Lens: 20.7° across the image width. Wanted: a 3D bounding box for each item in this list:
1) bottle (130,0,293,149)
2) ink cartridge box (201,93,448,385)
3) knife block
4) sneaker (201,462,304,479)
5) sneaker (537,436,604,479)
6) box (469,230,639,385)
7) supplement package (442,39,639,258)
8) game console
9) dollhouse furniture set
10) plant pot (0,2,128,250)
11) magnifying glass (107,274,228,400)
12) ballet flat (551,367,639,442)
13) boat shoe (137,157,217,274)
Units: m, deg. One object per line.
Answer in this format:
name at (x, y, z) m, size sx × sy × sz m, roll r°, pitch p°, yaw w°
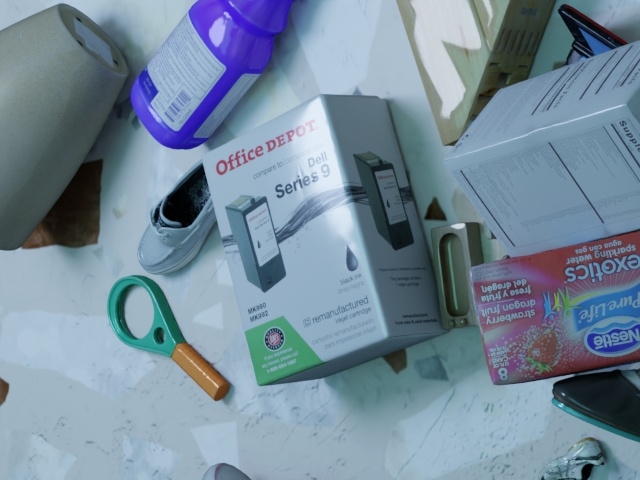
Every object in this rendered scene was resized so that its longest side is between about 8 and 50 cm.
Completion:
bottle at (-0.119, -0.238, 2.130) m, size 0.283 × 0.092 × 0.118 m, roll -49°, pitch 63°, yaw 30°
ink cartridge box at (0.000, 0.000, 2.018) m, size 0.211 × 0.121 × 0.289 m, roll -24°, pitch 76°, yaw 38°
knife block at (0.131, -0.268, 1.921) m, size 0.242 × 0.088 × 0.276 m, roll 31°, pitch 111°, yaw 36°
sneaker at (-0.035, 0.327, 2.084) m, size 0.252 × 0.103 × 0.111 m, roll 32°, pitch 107°, yaw 28°
sneaker at (0.266, 0.244, 1.861) m, size 0.083 × 0.032 × 0.037 m, roll -44°, pitch 64°, yaw 33°
box at (0.285, 0.061, 1.710) m, size 0.257 × 0.128 × 0.123 m, roll -12°, pitch 84°, yaw 11°
supplement package at (0.269, -0.091, 1.722) m, size 0.244 × 0.134 × 0.139 m, roll -16°, pitch 117°, yaw 48°
game console at (0.288, -0.155, 1.797) m, size 0.144 × 0.124 × 0.085 m, roll 40°, pitch 89°, yaw 32°
dollhouse furniture set at (0.160, 0.021, 1.882) m, size 0.151 × 0.123 × 0.144 m, roll -10°, pitch 85°, yaw 40°
plant pot at (-0.389, -0.172, 2.288) m, size 0.274 × 0.256 × 0.256 m, roll -42°, pitch 65°, yaw 15°
magnifying glass at (-0.198, 0.128, 2.255) m, size 0.231 × 0.026 × 0.092 m, roll 39°, pitch 115°, yaw 31°
ballet flat at (0.361, 0.171, 1.682) m, size 0.280 × 0.095 × 0.096 m, roll 26°, pitch 98°, yaw -6°
boat shoe at (-0.173, -0.037, 2.190) m, size 0.227 × 0.081 × 0.079 m, roll -44°, pitch 64°, yaw 32°
